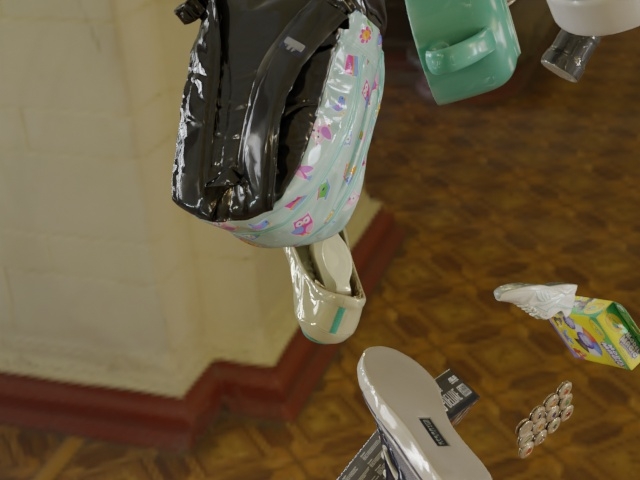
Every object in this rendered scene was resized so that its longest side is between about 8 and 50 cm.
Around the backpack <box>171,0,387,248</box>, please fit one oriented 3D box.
[{"bbox_3d":[-0.027,-0.087,0.848,0.152,0.182,0.115,4,-12,39],"label":"backpack"}]

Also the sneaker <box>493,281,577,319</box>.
[{"bbox_3d":[0.345,0.097,1.983,0.152,0.061,0.053,2,3,-25],"label":"sneaker"}]

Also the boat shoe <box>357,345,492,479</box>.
[{"bbox_3d":[0.122,0.311,1.813,0.127,0.158,0.340,7,30,-25],"label":"boat shoe"}]

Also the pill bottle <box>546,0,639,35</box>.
[{"bbox_3d":[0.283,-0.421,1.379,0.204,0.361,0.204,-20,35,15],"label":"pill bottle"}]

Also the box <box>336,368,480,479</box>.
[{"bbox_3d":[0.112,0.369,2.048,0.076,0.307,0.242,42,22,15],"label":"box"}]

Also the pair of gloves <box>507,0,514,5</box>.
[{"bbox_3d":[0.316,-0.418,1.874,0.204,0.042,0.240,-9,38,48],"label":"pair of gloves"}]

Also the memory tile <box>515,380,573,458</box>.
[{"bbox_3d":[0.413,0.329,2.282,0.148,0.113,0.012,-38,50,-21],"label":"memory tile"}]

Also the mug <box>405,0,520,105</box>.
[{"bbox_3d":[0.154,-0.206,1.292,0.097,0.129,0.158,-16,51,12],"label":"mug"}]

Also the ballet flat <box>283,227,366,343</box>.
[{"bbox_3d":[0.000,0.000,1.342,0.086,0.086,0.248,-9,46,-8],"label":"ballet flat"}]

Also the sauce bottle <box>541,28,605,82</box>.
[{"bbox_3d":[0.469,-0.418,1.993,0.111,0.344,0.111,31,2,-1],"label":"sauce bottle"}]

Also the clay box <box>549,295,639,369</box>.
[{"bbox_3d":[0.514,0.168,2.306,0.053,0.127,0.222,-40,14,-14],"label":"clay box"}]
